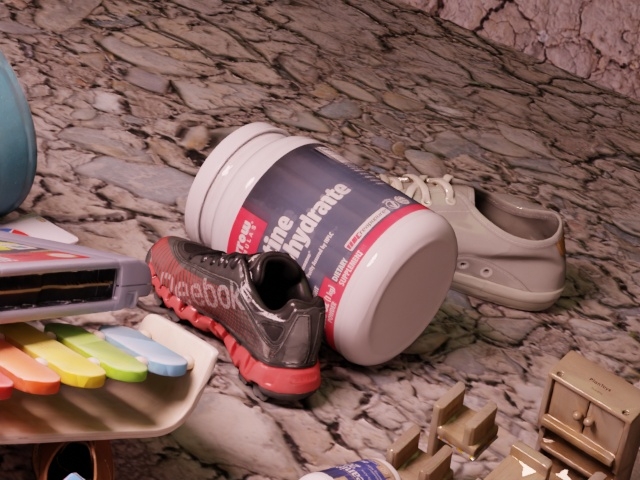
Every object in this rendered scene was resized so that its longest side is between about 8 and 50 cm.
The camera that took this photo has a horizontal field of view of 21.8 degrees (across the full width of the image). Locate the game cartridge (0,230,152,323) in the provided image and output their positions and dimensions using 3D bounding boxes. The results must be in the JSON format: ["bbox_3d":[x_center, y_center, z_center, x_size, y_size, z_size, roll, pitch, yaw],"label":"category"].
[{"bbox_3d":[-0.308,0.029,1.465,0.196,0.060,0.294,6,4,26],"label":"game cartridge"}]

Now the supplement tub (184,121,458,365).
[{"bbox_3d":[0.000,0.000,1.870,0.272,0.191,0.191,32,27,28],"label":"supplement tub"}]

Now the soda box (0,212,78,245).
[{"bbox_3d":[-0.340,0.038,1.678,0.069,0.074,0.216,28,25,20],"label":"soda box"}]

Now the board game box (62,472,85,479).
[{"bbox_3d":[-0.135,0.337,1.021,0.302,0.086,0.308,40,32,4],"label":"board game box"}]

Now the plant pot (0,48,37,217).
[{"bbox_3d":[-0.467,-0.086,1.636,0.272,0.271,0.255,29,43,22],"label":"plant pot"}]

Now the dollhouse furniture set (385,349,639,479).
[{"bbox_3d":[0.206,0.248,1.612,0.212,0.161,0.242,31,48,26],"label":"dollhouse furniture set"}]

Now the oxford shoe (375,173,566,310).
[{"bbox_3d":[0.110,-0.031,2.103,0.449,0.130,0.169,14,26,-8],"label":"oxford shoe"}]

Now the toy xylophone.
[{"bbox_3d":[-0.264,0.106,1.433,0.236,0.081,0.323,21,14,40],"label":"toy xylophone"}]

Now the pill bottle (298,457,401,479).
[{"bbox_3d":[0.015,0.240,1.514,0.120,0.067,0.067,-7,35,-46],"label":"pill bottle"}]

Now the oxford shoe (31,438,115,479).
[{"bbox_3d":[-0.211,0.193,1.441,0.076,0.076,0.212,13,23,-10],"label":"oxford shoe"}]

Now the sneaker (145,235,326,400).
[{"bbox_3d":[-0.086,0.051,1.768,0.098,0.135,0.276,-6,33,-41],"label":"sneaker"}]
